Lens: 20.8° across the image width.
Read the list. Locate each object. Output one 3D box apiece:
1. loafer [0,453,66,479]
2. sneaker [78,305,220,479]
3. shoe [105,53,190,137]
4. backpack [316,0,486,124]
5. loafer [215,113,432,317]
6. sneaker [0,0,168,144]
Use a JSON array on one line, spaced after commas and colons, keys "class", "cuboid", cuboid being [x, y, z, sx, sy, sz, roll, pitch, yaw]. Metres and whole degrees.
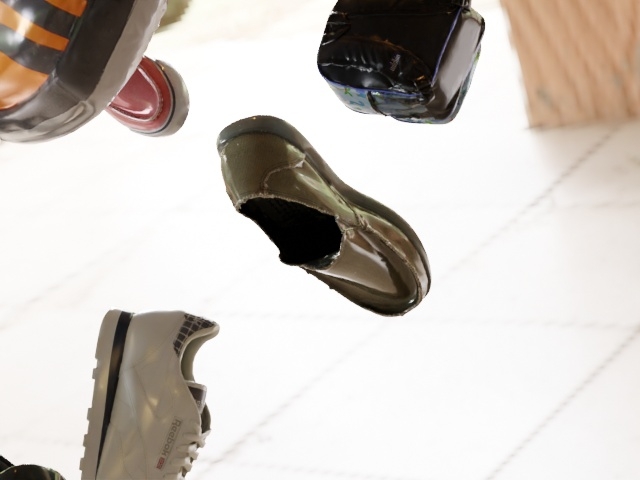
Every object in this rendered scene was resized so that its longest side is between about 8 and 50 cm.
[{"class": "loafer", "cuboid": [-0.161, 0.159, 0.933, 0.076, 0.078, 0.223, 12, 2, -34]}, {"class": "sneaker", "cuboid": [-0.137, 0.168, 1.391, 0.094, 0.235, 0.090, 4, -10, 3]}, {"class": "shoe", "cuboid": [-0.184, -0.136, 1.384, 0.081, 0.063, 0.178, 7, 23, -48]}, {"class": "backpack", "cuboid": [0.061, -0.140, 1.333, 0.114, 0.084, 0.105, 9, 69, 31]}, {"class": "loafer", "cuboid": [0.000, 0.000, 1.439, 0.094, 0.251, 0.087, -26, 42, 32]}, {"class": "sneaker", "cuboid": [-0.179, -0.139, 0.615, 0.180, 0.125, 0.321, 22, 9, -37]}]
